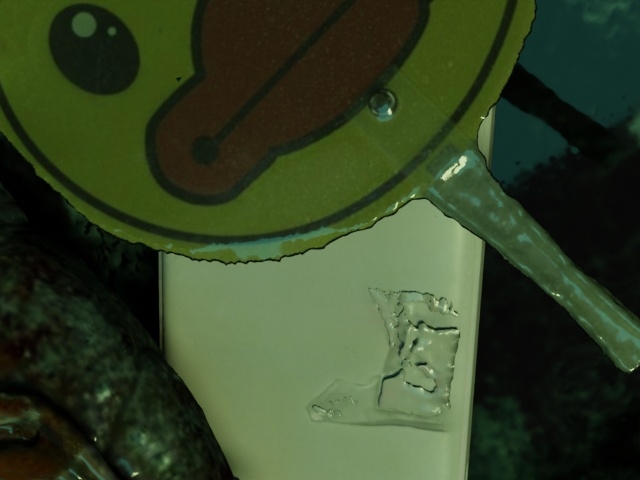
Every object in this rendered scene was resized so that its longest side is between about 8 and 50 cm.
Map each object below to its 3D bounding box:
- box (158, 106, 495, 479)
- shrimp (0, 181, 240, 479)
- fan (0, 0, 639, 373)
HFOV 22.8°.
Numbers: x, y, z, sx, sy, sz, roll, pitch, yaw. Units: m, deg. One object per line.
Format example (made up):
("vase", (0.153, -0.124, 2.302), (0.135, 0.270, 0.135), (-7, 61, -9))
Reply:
("box", (0.000, 0.000, 0.683), (0.142, 0.044, 0.285), (6, 114, 8))
("shrimp", (-0.109, 0.099, 0.685), (0.137, 0.172, 0.372), (-34, 83, 4))
("fan", (0.003, -0.074, 0.606), (0.335, 0.011, 0.229), (44, 94, 7))
